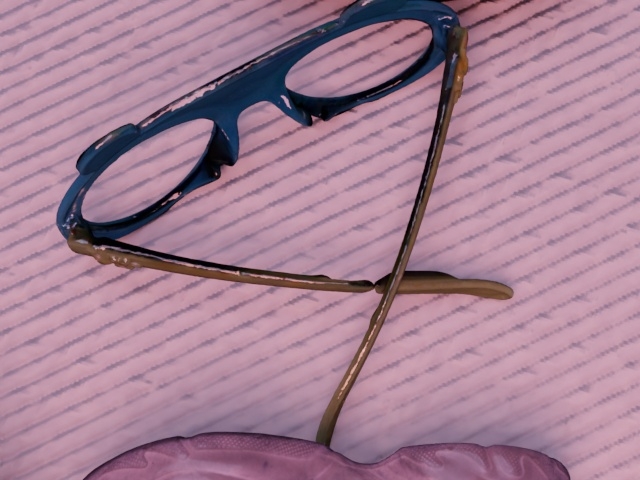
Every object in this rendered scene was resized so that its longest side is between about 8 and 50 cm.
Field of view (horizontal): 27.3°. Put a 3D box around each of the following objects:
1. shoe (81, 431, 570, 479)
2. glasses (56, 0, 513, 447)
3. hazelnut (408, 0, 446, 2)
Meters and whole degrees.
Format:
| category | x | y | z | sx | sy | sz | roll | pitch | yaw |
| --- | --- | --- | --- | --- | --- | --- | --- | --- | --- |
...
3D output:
| category | x | y | z | sx | sy | sz | roll | pitch | yaw |
| --- | --- | --- | --- | --- | --- | --- | --- | --- | --- |
| shoe | -0.001 | 0.166 | 0.631 | 0.245 | 0.095 | 0.138 | 3 | 64 | -1 |
| glasses | -0.005 | -0.006 | 0.703 | 0.239 | 0.102 | 0.207 | -26 | 103 | -4 |
| hazelnut | 0.045 | -0.234 | 0.694 | 0.251 | 0.217 | 0.217 | 29 | 80 | 1 |
